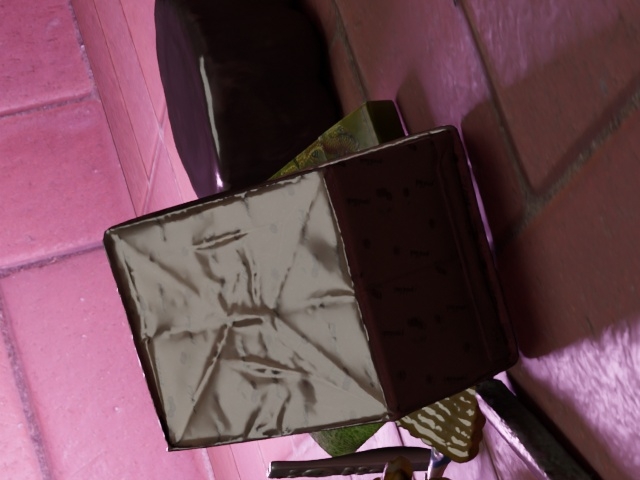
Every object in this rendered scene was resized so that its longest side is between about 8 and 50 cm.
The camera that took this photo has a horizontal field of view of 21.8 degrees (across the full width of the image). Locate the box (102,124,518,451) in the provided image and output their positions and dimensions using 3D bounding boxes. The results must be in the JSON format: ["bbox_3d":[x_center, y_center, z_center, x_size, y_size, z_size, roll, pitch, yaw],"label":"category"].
[{"bbox_3d":[-0.013,0.049,1.486,0.297,0.190,0.225,-14,92,44],"label":"box"}]

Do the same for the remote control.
[{"bbox_3d":[0.034,0.239,1.794,0.050,0.184,0.027,109,157,-67],"label":"remote control"}]

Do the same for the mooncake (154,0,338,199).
[{"bbox_3d":[-0.090,-0.174,1.904,0.306,0.154,0.306,164,90,-76],"label":"mooncake"}]

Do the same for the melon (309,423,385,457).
[{"bbox_3d":[0.030,0.138,1.823,0.323,0.124,0.196,140,109,-77],"label":"melon"}]

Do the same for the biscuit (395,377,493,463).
[{"bbox_3d":[0.062,0.091,1.593,0.254,0.029,0.172,30,130,33],"label":"biscuit"}]

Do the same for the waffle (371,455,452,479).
[{"bbox_3d":[0.095,0.388,1.658,0.329,0.062,0.329,-3,86,40],"label":"waffle"}]

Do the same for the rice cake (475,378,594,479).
[{"bbox_3d":[0.185,0.178,1.421,0.206,0.036,0.047,-130,23,-58],"label":"rice cake"}]

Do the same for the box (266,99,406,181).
[{"bbox_3d":[0.000,0.000,1.698,0.311,0.043,0.173,-35,68,49],"label":"box"}]

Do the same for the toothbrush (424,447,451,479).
[{"bbox_3d":[0.126,0.193,1.673,0.386,0.040,0.040,89,161,-44],"label":"toothbrush"}]
